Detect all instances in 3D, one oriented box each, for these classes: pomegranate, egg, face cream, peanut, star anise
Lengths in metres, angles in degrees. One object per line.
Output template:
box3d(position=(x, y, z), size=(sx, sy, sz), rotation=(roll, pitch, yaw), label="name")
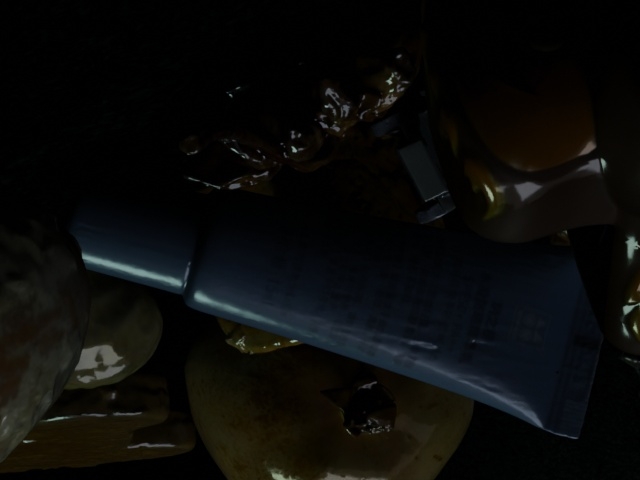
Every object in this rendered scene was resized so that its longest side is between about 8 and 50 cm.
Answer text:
box3d(position=(0.011, 0.158, 1.773), size=(0.319, 0.319, 0.319), rotation=(-20, 169, -4), label="pomegranate")
box3d(position=(-0.250, 0.052, 1.005), size=(0.245, 0.203, 0.203), rotation=(-22, 171, -27), label="egg")
box3d(position=(0.014, 0.029, 1.192), size=(0.385, 0.135, 0.086), rotation=(14, 180, -6), label="face cream")
box3d(position=(-0.249, 0.065, 1.277), size=(0.274, 0.125, 0.111), rotation=(-10, -159, -28), label="peanut")
box3d(position=(-0.029, -0.074, 1.091), size=(0.234, 0.073, 0.177), rotation=(-21, 177, -33), label="star anise")

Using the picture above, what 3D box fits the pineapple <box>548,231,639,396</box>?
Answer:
box3d(position=(0.348, 0.062, 1.788), size=(0.169, 0.340, 0.169), rotation=(-20, 173, -2), label="pineapple")

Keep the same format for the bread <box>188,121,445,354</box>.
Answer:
box3d(position=(0.000, 0.000, 1.322), size=(0.149, 0.158, 0.143), rotation=(-17, 170, -47), label="bread")

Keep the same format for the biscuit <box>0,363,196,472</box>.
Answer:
box3d(position=(-0.319, 0.176, 1.696), size=(0.368, 0.076, 0.394), rotation=(-4, 167, 0), label="biscuit")

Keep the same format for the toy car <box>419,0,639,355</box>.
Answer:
box3d(position=(0.190, -0.061, 1.047), size=(0.240, 0.271, 0.340), rotation=(-12, 147, 2), label="toy car")

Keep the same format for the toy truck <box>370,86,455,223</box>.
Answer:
box3d(position=(0.108, -0.076, 1.205), size=(0.092, 0.083, 0.192), rotation=(-25, -174, 25), label="toy truck")
